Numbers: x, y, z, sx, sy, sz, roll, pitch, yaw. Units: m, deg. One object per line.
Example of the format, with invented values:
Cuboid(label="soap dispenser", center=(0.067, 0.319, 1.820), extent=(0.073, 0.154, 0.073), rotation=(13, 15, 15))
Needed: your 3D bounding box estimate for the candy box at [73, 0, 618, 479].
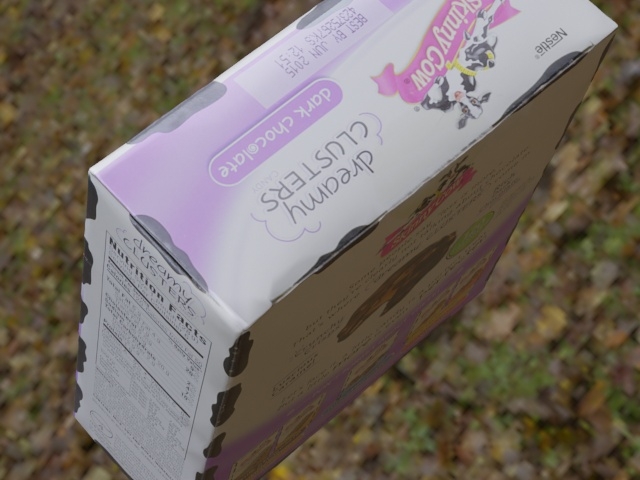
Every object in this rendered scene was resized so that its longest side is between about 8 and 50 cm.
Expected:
Cuboid(label="candy box", center=(0.000, 0.000, 0.585), extent=(0.165, 0.070, 0.196), rotation=(-38, -16, -24))
